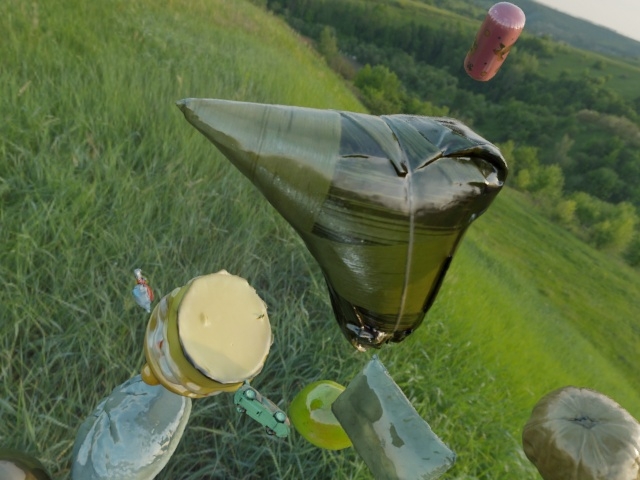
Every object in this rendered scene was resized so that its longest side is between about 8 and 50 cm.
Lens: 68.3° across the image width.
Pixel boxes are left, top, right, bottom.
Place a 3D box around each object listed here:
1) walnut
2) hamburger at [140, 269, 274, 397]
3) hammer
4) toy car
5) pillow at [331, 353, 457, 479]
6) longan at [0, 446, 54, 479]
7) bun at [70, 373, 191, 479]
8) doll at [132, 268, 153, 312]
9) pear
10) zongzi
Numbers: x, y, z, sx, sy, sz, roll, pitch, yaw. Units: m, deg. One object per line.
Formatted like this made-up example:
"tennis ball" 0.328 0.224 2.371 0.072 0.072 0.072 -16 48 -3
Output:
"walnut" 0.506 0.398 0.905 0.228 0.228 0.228 15 32 -10
"hamburger" -0.268 0.224 1.069 0.276 0.237 0.276 30 43 -33
"hammer" 0.181 -0.207 0.494 0.043 0.083 0.043 2 65 -4
"toy car" -0.103 0.308 0.855 0.122 0.059 0.035 33 37 6
"pillow" 0.149 0.421 1.040 0.075 0.185 0.302 28 15 -45
"longan" -0.693 0.612 0.956 0.361 0.361 0.361 15 32 -10
"bun" -0.471 0.467 1.136 0.194 0.354 0.354 43 29 -13
"doll" -0.369 0.107 0.978 0.039 0.057 0.114 7 35 -33
"pear" 0.031 0.475 1.289 0.220 0.187 0.187 -3 13 39
"zongzi" 0.000 0.000 0.494 0.318 0.289 0.154 2 33 -23
